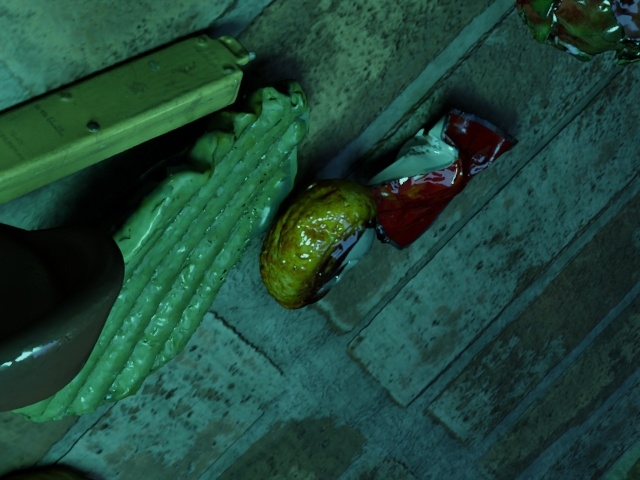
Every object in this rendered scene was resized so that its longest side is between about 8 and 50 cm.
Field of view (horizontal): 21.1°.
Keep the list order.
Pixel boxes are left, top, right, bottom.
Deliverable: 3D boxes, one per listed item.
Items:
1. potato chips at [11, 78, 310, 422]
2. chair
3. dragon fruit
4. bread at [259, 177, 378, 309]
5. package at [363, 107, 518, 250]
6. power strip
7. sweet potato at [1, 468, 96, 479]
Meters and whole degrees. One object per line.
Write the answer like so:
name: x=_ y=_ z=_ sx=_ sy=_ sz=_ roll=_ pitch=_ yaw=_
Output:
potato chips: x=-0.154 y=0.027 z=1.607 sx=0.429 sy=0.070 sz=0.358 roll=-52 pitch=166 yaw=23
chair: x=-0.311 y=0.139 z=1.401 sx=0.226 sy=0.226 sz=0.401 roll=-18 pitch=142 yaw=-43
dragon fruit: x=0.274 y=-0.264 z=1.719 sx=0.182 sy=0.182 sz=0.188 roll=-23 pitch=102 yaw=-38
bread: x=-0.006 y=0.005 z=1.784 sx=0.139 sy=0.095 sz=0.269 roll=-39 pitch=176 yaw=-8
package: x=0.131 y=-0.068 z=1.917 sx=0.194 sy=0.071 sz=0.269 roll=-34 pitch=158 yaw=8
power strip: x=-0.176 y=-0.104 z=1.428 sx=0.305 sy=0.064 sz=0.044 roll=-27 pitch=150 yaw=-32
sweet potato: x=-0.312 y=0.287 z=1.753 sx=0.292 sy=0.097 sz=0.097 roll=-14 pitch=139 yaw=-48
